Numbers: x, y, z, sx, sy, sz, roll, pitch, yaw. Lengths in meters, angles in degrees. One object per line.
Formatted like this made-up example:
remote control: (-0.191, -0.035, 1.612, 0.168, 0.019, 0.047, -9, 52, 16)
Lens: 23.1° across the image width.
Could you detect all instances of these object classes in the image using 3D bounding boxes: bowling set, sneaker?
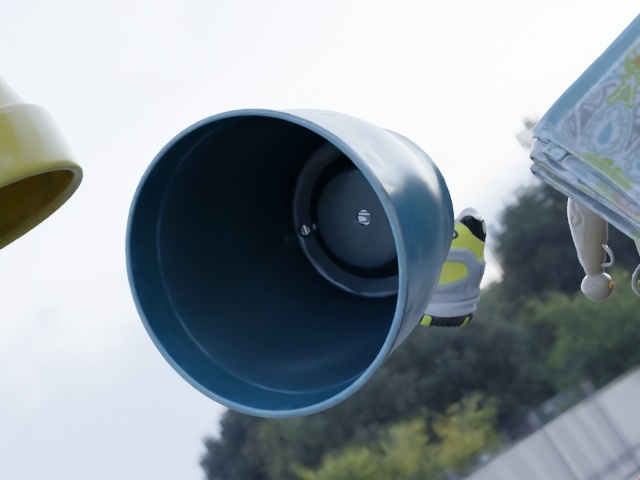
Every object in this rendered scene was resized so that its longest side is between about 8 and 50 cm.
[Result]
bowling set: (0.481, -0.011, 2.040, 0.200, 0.154, 0.287, -11, 3, -28)
sneaker: (0.028, -0.029, 1.902, 0.145, 0.384, 0.147, -24, -45, -71)

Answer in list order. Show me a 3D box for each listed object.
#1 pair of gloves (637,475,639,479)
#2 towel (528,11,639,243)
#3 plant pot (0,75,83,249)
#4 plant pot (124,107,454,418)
pair of gloves: (0.357, 0.258, 1.668, 0.074, 0.010, 0.083, -53, 4, 13)
towel: (0.455, -0.145, 1.744, 0.374, 0.320, 0.090, -46, -37, -4)
plant pot: (-0.417, -0.108, 1.647, 0.254, 0.239, 0.254, -31, -8, -5)
plant pot: (0.000, 0.000, 1.452, 0.271, 0.272, 0.255, -39, -7, 26)
